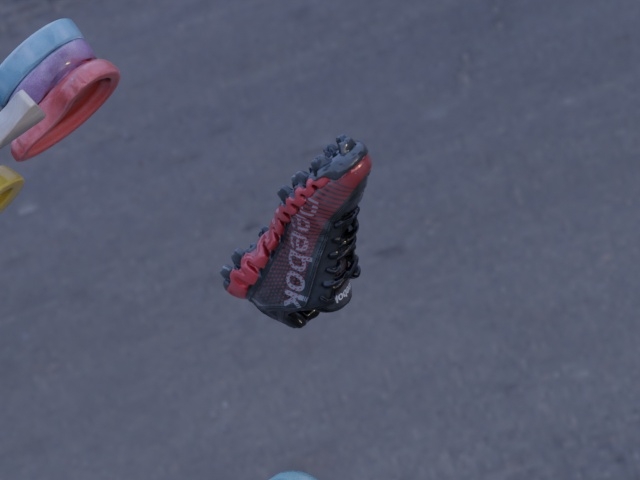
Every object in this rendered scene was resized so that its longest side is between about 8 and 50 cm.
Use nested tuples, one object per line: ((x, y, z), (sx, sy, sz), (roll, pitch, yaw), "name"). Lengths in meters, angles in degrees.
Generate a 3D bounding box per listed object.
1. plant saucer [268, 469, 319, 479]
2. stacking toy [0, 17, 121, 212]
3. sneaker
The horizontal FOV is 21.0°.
((-0.019, 0.309, 1.888), (0.119, 0.119, 0.021), (-35, 6, -39), "plant saucer")
((-0.390, -0.128, 1.931), (0.309, 0.130, 0.279), (-44, -3, 16), "stacking toy")
((0.000, 0.000, 1.882), (0.097, 0.135, 0.276), (-41, -9, -47), "sneaker")
